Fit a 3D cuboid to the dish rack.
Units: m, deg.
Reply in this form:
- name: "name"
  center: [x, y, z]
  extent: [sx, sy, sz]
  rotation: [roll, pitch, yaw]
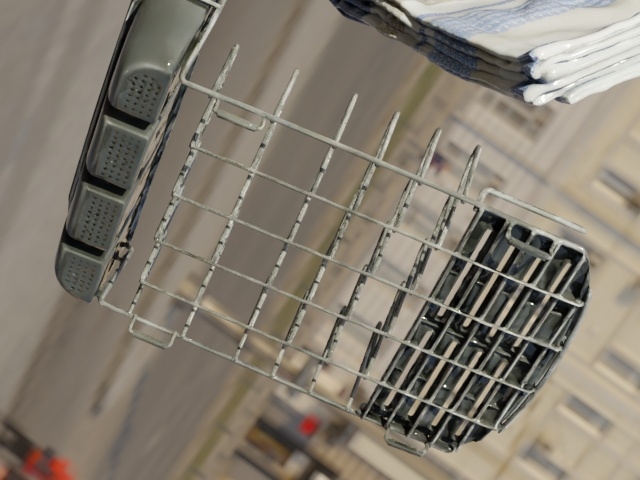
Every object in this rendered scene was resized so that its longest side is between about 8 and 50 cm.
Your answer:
- name: "dish rack"
  center: [0.000, 0.000, 0.939]
  extent: [0.208, 0.272, 0.074]
  rotation: [116, -4, -47]

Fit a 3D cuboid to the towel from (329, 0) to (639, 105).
- name: "towel"
  center: [0.145, -0.152, 1.081]
  extent: [0.209, 0.034, 0.285]
  rotation: [-21, -156, -16]
